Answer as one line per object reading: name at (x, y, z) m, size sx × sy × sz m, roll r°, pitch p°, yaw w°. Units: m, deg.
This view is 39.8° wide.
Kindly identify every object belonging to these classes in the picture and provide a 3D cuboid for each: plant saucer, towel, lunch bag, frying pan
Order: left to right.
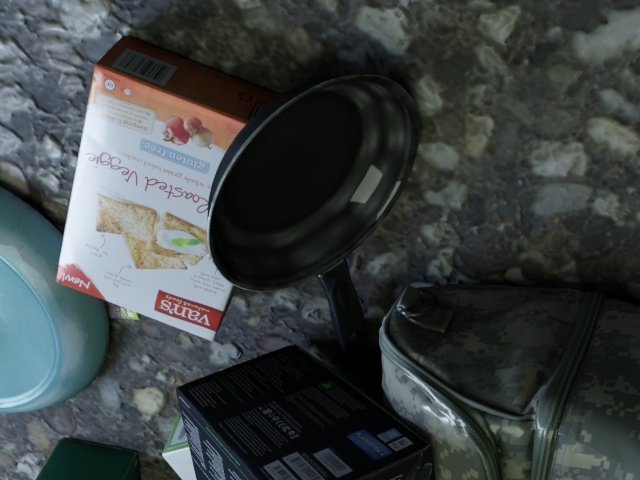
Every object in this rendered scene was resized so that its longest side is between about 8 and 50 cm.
plant saucer at (-0.370, 0.066, 0.895) m, size 0.317 × 0.044 × 0.318 m, roll 8°, pitch 125°, yaw 11°
towel at (-0.222, 0.055, 0.880) m, size 0.083 × 0.009 × 0.060 m, roll 1°, pitch 124°, yaw 13°
frying pan at (0.020, -0.022, 0.731) m, size 0.197 × 0.053 × 0.326 m, roll -46°, pitch 147°, yaw 2°
lunch bag at (0.170, 0.194, 0.775) m, size 0.256 × 0.212 × 0.305 m, roll 15°, pitch 127°, yaw 24°

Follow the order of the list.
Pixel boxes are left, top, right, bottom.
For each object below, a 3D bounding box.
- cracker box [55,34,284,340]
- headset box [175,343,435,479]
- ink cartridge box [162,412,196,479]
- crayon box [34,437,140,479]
cracker box at (-0.128, -0.036, 0.758) m, size 0.155 × 0.067 × 0.232 m, roll 20°, pitch 127°, yaw -2°
headset box at (-0.004, 0.274, 0.782) m, size 0.131 × 0.246 × 0.283 m, roll -17°, pitch 110°, yaw -23°
ink cartridge box at (-0.065, 0.266, 0.957) m, size 0.109 × 0.062 × 0.209 m, roll -19°, pitch 118°, yaw 23°
crayon box at (-0.294, 0.466, 0.996) m, size 0.106 × 0.313 × 0.363 m, roll 8°, pitch 126°, yaw 7°
